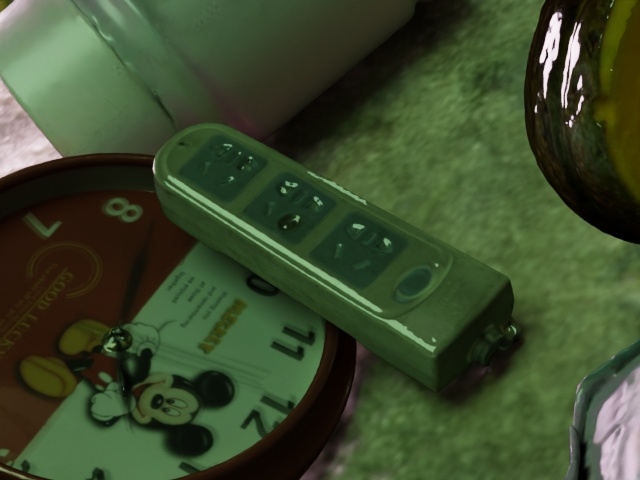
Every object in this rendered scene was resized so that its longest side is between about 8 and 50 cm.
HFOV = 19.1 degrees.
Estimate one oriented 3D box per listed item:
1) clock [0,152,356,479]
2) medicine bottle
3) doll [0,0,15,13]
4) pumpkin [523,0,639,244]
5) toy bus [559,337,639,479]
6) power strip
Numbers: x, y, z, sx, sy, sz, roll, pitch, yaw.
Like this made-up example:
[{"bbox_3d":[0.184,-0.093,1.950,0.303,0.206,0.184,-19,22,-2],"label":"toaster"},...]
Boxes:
[{"bbox_3d":[-0.135,0.070,1.263,0.319,0.080,0.318,3,47,-3],"label":"clock"},{"bbox_3d":[-0.079,-0.180,1.461,0.325,0.212,0.212,-40,37,-1],"label":"medicine bottle"},{"bbox_3d":[-0.171,-0.255,1.670,0.341,0.098,0.346,-20,20,51],"label":"doll"},{"bbox_3d":[0.255,-0.068,1.018,0.317,0.221,0.139,-3,15,-23],"label":"pumpkin"},{"bbox_3d":[0.189,0.180,0.947,0.138,0.112,0.317,-26,36,33],"label":"toy bus"},{"bbox_3d":[0.000,0.002,1.240,0.286,0.048,0.080,31,57,28],"label":"power strip"}]
